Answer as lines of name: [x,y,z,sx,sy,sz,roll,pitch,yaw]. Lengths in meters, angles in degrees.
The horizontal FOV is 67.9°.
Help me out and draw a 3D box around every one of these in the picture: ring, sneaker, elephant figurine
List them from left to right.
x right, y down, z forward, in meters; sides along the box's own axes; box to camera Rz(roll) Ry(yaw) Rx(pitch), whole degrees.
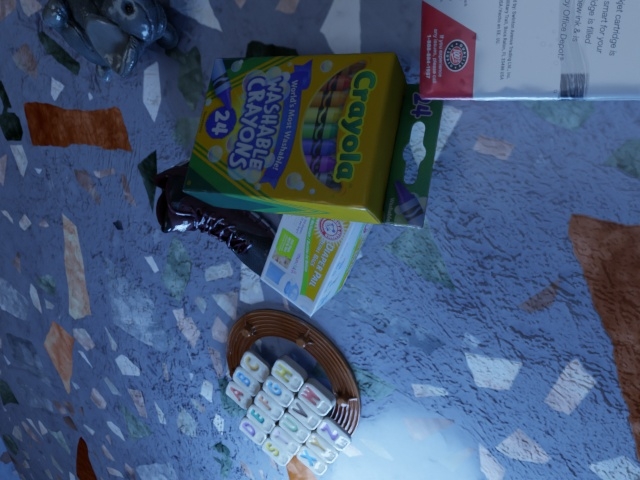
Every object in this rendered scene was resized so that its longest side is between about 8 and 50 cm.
elephant figurine: [-0.311,-0.349,0.760,0.239,0.186,0.169,23,90,24]
sneaker: [-0.193,-0.018,0.838,0.281,0.162,0.106,50,128,4]
ring: [-0.071,0.299,0.992,0.337,0.032,0.336,14,119,26]

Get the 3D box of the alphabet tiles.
alphabet tiles: [-0.078,0.363,0.993,0.278,0.021,0.284,38,127,13]

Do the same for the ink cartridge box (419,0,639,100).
ink cartridge box: [0.250,-0.247,0.477,0.273,0.114,0.197,10,116,30]

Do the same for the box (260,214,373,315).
box: [0.000,0.000,0.759,0.114,0.103,0.203,34,126,16]

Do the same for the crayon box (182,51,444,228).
crayon box: [-0.013,-0.138,0.637,0.323,0.083,0.203,7,81,23]
